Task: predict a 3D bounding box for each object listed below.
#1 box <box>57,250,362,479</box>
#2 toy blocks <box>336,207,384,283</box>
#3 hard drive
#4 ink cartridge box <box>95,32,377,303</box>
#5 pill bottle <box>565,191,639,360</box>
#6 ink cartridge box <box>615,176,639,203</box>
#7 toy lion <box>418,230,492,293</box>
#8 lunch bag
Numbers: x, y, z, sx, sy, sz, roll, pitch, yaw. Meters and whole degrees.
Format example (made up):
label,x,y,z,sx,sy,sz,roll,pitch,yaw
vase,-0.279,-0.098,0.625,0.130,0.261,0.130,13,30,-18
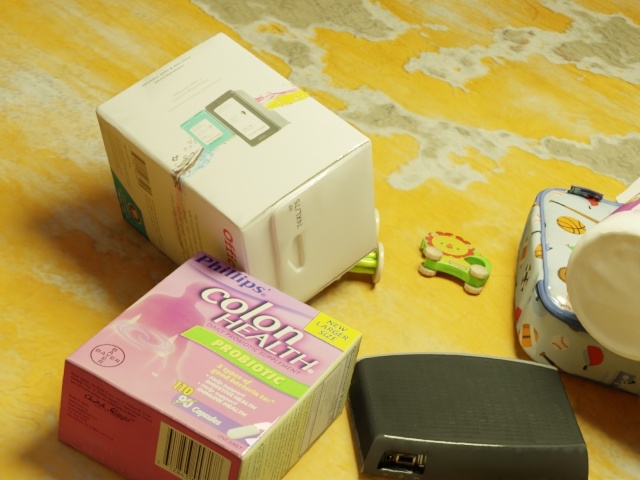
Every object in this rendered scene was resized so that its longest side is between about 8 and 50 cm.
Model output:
label,x,y,z,sx,sy,sz,roll,pitch,yaw
box,-0.112,0.151,1.443,0.214,0.117,0.243,27,38,19
toy blocks,0.000,0.000,1.735,0.148,0.054,0.123,5,38,-7
hard drive,0.161,0.192,1.523,0.255,0.054,0.172,4,36,-11
ink cartridge box,-0.095,-0.069,1.638,0.197,0.198,0.270,-36,56,-24
pill bottle,0.422,0.005,1.581,0.169,0.169,0.301,32,39,25
ink cartridge box,0.621,-0.054,1.938,0.353,0.119,0.207,30,40,23
toy lion,0.175,0.021,1.783,0.100,0.034,0.096,22,29,13
lunch bag,0.369,0.056,1.725,0.243,0.115,0.303,15,37,-1
